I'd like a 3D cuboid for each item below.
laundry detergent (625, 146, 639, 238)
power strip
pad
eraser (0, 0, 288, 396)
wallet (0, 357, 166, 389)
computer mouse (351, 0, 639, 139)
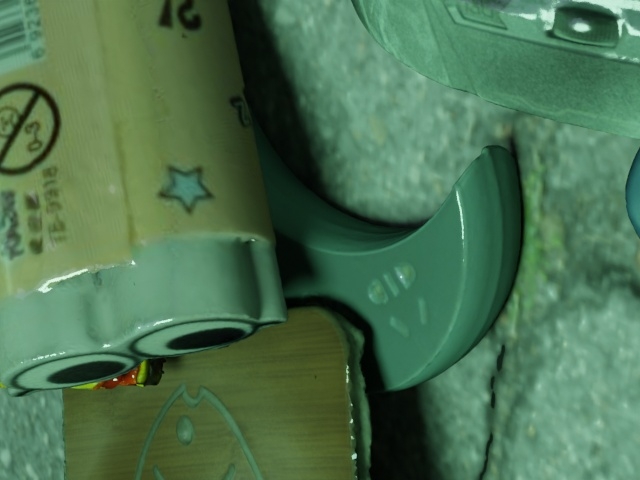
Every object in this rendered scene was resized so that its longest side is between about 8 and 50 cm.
[{"bbox_3d":[0.234,-0.086,0.635,0.143,0.094,0.290,42,131,23],"label":"laundry detergent"},{"bbox_3d":[0.000,0.000,0.936,0.253,0.054,0.167,16,116,40],"label":"power strip"},{"bbox_3d":[-0.067,0.186,0.972,0.286,0.018,0.284,-9,82,48],"label":"pad"},{"bbox_3d":[-0.129,-0.074,0.919,0.171,0.087,0.290,-17,72,18],"label":"eraser"},{"bbox_3d":[-0.145,-0.025,1.022,0.141,0.067,0.241,-10,74,50],"label":"wallet"},{"bbox_3d":[0.090,-0.116,0.786,0.231,0.071,0.126,26,123,36],"label":"computer mouse"}]
